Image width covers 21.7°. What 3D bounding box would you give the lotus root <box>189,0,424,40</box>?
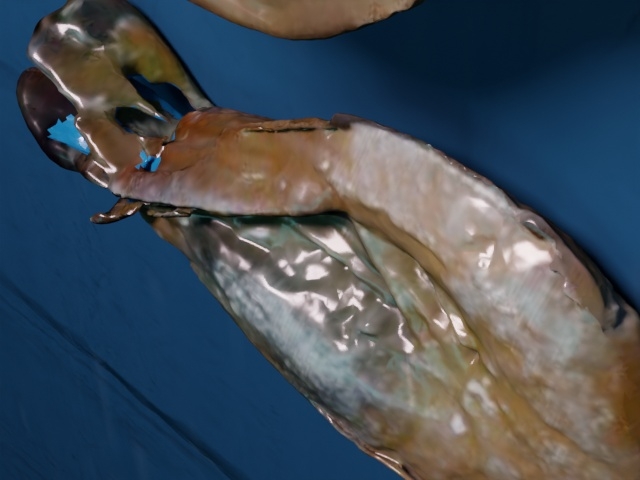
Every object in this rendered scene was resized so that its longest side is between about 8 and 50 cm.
[{"bbox_3d":[-0.011,-0.236,0.624,0.375,0.111,0.390,42,148,14],"label":"lotus root"}]

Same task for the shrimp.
[{"bbox_3d":[0.000,0.000,0.907,0.445,0.110,0.221,34,143,22],"label":"shrimp"}]
